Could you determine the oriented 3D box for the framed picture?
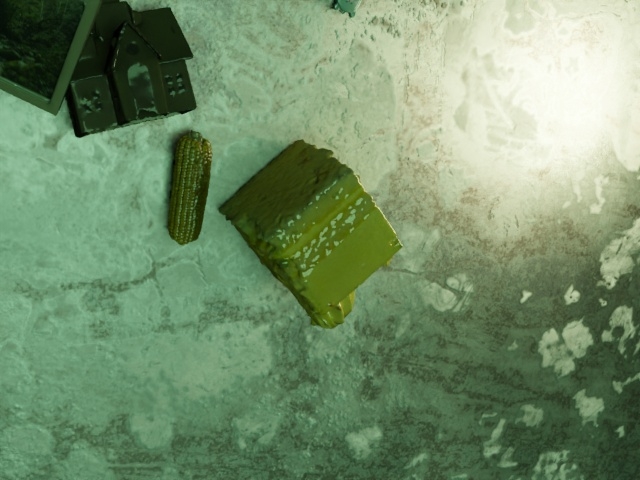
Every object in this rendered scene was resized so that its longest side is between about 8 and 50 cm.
[{"bbox_3d":[-0.489,-0.330,1.338,0.324,0.020,0.240,27,132,-13],"label":"framed picture"}]

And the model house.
[{"bbox_3d":[-0.315,-0.304,1.493,0.211,0.204,0.243,-16,98,-21],"label":"model house"}]

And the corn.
[{"bbox_3d":[-0.230,-0.092,1.677,0.068,0.068,0.207,-1,108,-28],"label":"corn"}]

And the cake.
[{"bbox_3d":[0.000,0.000,1.747,0.227,0.222,0.286,-42,122,-7],"label":"cake"}]

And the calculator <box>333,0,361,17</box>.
[{"bbox_3d":[0.062,-0.479,1.722,0.094,0.019,0.141,11,102,-34],"label":"calculator"}]
